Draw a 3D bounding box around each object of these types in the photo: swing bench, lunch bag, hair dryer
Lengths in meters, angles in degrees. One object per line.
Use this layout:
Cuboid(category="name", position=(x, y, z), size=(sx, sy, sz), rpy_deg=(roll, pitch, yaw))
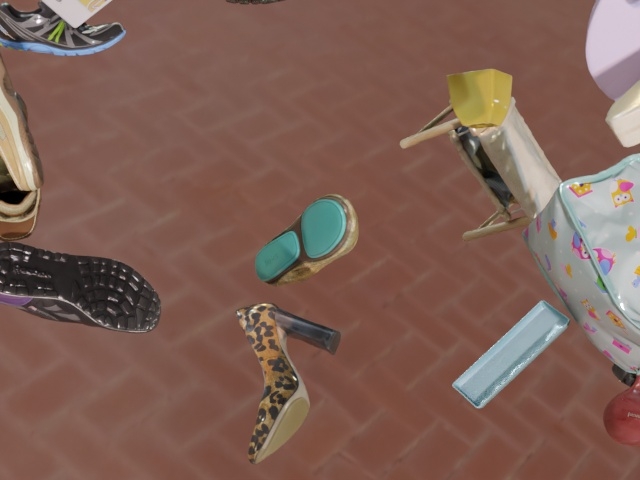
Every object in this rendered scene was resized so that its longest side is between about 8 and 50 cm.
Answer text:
Cuboid(category="swing bench", position=(0.332, -0.142, 2.168), size=(0.165, 0.255, 0.253), rpy_deg=(-41, 108, -24))
Cuboid(category="lunch bag", position=(0.408, 0.046, 1.540), size=(0.160, 0.223, 0.262), rpy_deg=(-23, 76, -9))
Cuboid(category="hair dryer", position=(0.465, 0.192, 1.671), size=(0.080, 0.223, 0.293), rpy_deg=(7, 33, 1))

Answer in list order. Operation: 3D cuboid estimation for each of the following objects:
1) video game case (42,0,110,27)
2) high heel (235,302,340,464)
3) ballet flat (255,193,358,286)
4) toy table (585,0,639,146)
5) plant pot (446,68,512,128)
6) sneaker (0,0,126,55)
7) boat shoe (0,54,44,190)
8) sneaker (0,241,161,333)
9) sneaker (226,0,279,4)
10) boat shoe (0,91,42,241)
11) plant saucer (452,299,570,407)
Cuboid(category="video game case", position=(-0.251, -0.361, 1.306), size=(0.026, 0.227, 0.206), rpy_deg=(57, 8, 26))
Cuboid(category="high heel", position=(-0.103, 0.225, 1.848), size=(0.186, 0.093, 0.261), rpy_deg=(18, 62, 24))
Cuboid(category="ballet flat", position=(0.000, 0.000, 2.140), size=(0.123, 0.348, 0.123), rpy_deg=(12, 65, -27))
Cuboid(category="toy table", position=(0.338, -0.166, 0.885), size=(0.252, 0.274, 0.161), rpy_deg=(43, 31, -13))
Cuboid(category="plant pot", position=(0.255, -0.222, 1.829), size=(0.082, 0.083, 0.081), rpy_deg=(-3, -4, 33))
Cuboid(category="sneaker", position=(-0.377, -0.310, 1.653), size=(0.188, 0.078, 0.067), rpy_deg=(4, 20, -2))
Cuboid(category="boat shoe", position=(-0.365, -0.135, 1.264), size=(0.072, 0.068, 0.190), rpy_deg=(-21, 78, -10))
Cuboid(category="sneaker", position=(-0.390, 0.081, 1.791), size=(0.283, 0.124, 0.107), rpy_deg=(19, 65, -13))
Cuboid(category="sneaker", position=(-0.040, -0.405, 1.302), size=(0.134, 0.343, 0.146), rpy_deg=(-9, 59, -27))
Cuboid(category="boat shoe", position=(-0.472, -0.083, 1.698), size=(0.123, 0.324, 0.119), rpy_deg=(-16, 62, -15))
Cuboid(category="plant saucer", position=(0.286, 0.171, 1.708), size=(0.067, 0.192, 0.018), rpy_deg=(41, -10, 49))
